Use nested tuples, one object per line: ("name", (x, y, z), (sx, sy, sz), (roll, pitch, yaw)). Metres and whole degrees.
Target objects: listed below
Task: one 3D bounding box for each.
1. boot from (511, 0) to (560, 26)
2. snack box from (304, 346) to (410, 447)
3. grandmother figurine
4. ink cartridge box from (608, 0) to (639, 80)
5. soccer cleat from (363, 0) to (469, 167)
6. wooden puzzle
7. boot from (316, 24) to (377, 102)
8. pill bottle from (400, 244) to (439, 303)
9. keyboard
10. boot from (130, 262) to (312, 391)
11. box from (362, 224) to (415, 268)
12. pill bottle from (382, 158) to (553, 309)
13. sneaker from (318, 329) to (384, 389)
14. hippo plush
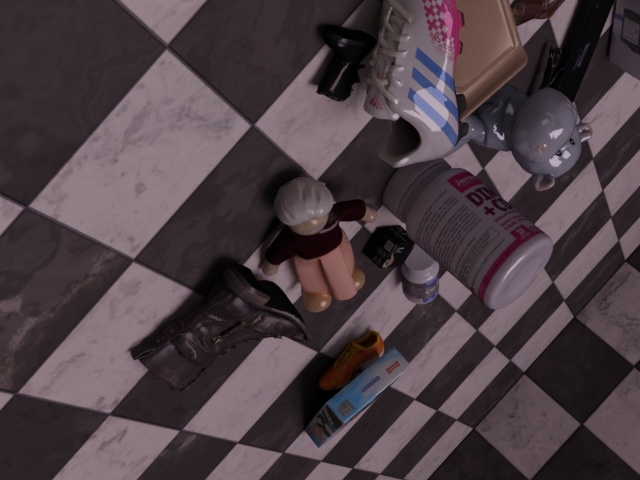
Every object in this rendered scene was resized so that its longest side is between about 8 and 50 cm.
("boot", (0.367, -0.410, 1.757), (0.114, 0.037, 0.106), (-18, 140, -38))
("snack box", (0.073, 0.341, 2.233), (0.187, 0.060, 0.322), (-37, 170, -19))
("grandmother figurine", (0.000, 0.000, 1.689), (0.208, 0.104, 0.342), (-38, 154, -7))
("ink cartridge box", (0.697, -0.482, 2.049), (0.226, 0.131, 0.306), (-42, 153, -11))
("soccer cleat", (0.119, -0.247, 1.431), (0.143, 0.116, 0.331), (-25, 124, -18))
("wooden puzzle", (0.198, -0.301, 1.567), (0.221, 0.044, 0.239), (-41, 130, -12))
("boot", (0.024, -0.245, 1.449), (0.121, 0.045, 0.099), (-9, 135, -58))
("pill bottle", (0.203, 0.067, 2.123), (0.078, 0.078, 0.137), (-40, 154, -15))
("keyboard", (0.475, -0.348, 2.013), (0.201, 0.033, 0.317), (-37, 152, -35))
("boot", (-0.157, 0.159, 1.679), (0.229, 0.091, 0.263), (-43, 139, 7))
("box", (0.131, 0.012, 1.965), (0.083, 0.052, 0.062), (-7, 135, -55))
("pill bottle", (0.252, -0.025, 1.830), (0.160, 0.283, 0.160), (-36, 152, -22))
("sneaker", (0.059, 0.250, 2.202), (0.175, 0.064, 0.067), (-39, 131, -25))
("hippo plush", (0.307, -0.178, 1.753), (0.234, 0.236, 0.294), (-44, 154, -9))
